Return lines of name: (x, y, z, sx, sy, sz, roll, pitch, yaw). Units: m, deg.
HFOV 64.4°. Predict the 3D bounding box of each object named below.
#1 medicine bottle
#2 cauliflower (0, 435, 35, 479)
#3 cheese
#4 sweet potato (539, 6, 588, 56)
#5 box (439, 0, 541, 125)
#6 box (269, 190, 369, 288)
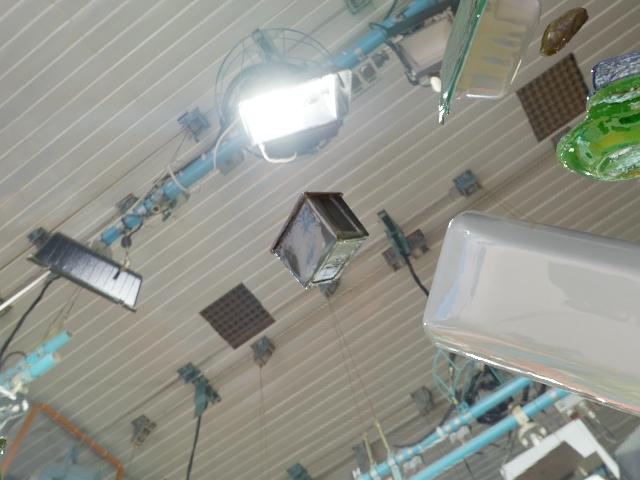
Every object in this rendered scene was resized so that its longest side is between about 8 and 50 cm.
medicine bottle: (0.224, 0.063, 0.310, 0.297, 0.161, 0.111, 13, -91, 26)
cauliflower: (-0.245, 0.214, 0.279, 0.251, 0.272, 0.274, -9, -87, -6)
cheese: (0.466, -0.177, 0.771, 0.204, 0.083, 0.320, -11, -29, 24)
sweet potato: (0.345, -0.301, 0.713, 0.153, 0.041, 0.038, -45, -65, -31)
box: (0.296, -0.373, 0.886, 0.106, 0.336, 0.264, 14, -48, 3)
box: (0.000, 0.000, 0.515, 0.060, 0.063, 0.084, -4, -44, -46)
